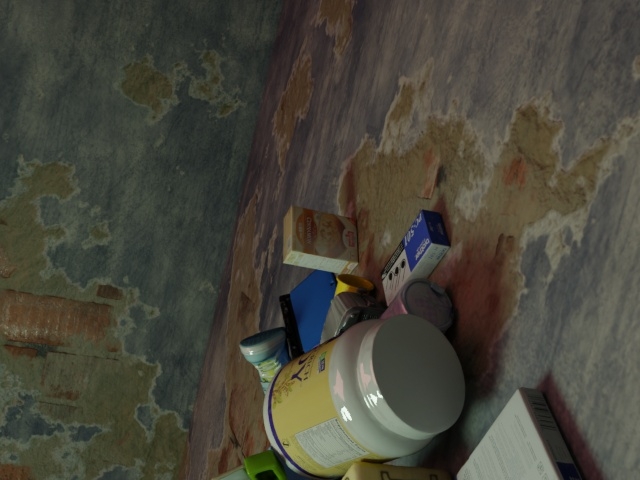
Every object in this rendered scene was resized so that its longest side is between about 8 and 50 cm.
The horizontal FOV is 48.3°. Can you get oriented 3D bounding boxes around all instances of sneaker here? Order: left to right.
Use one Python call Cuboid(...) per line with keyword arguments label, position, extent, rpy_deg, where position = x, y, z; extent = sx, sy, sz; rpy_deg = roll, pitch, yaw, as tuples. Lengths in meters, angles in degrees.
Cuboid(label="sneaker", position=(-0.131, 0.355, 1.986), extent=(0.319, 0.127, 0.208), rpy_deg=(13, -117, -82))

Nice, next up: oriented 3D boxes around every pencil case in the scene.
Cuboid(label="pencil case", position=(0.155, 0.189, 1.420), extent=(0.124, 0.113, 0.273), rpy_deg=(-73, 10, -45))

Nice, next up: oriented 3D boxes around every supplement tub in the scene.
Cuboid(label="supplement tub", position=(0.072, 0.284, 1.288), extent=(0.331, 0.241, 0.241), rpy_deg=(-37, 43, 45))

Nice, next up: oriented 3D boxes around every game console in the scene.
Cuboid(label="game console", position=(-0.008, 0.252, 1.994), extent=(0.293, 0.173, 0.250), rpy_deg=(-108, 3, -57))

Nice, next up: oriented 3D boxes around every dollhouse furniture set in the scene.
Cuboid(label="dollhouse furniture set", position=(-0.093, 0.562, 1.264), extent=(0.198, 0.151, 0.302), rpy_deg=(68, 178, -46))

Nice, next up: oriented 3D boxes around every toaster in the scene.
Cuboid(label="toaster", position=(0.075, 0.224, 1.617), extent=(0.146, 0.129, 0.227), rpy_deg=(-119, 42, -68))

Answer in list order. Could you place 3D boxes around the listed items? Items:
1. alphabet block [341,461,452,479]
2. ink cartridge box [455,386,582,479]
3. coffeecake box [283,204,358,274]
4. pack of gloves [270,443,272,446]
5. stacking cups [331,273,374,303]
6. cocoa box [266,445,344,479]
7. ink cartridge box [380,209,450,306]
Cuboid(label="alphabet block", position=(0.121, 0.513, 1.200), extent=(0.197, 0.193, 0.192), rpy_deg=(-99, 29, -47))
Cuboid(label="ink cartridge box", position=(0.287, 0.368, 1.027), extent=(0.223, 0.045, 0.224), rpy_deg=(-101, 28, -50))
Cuboid(label="coffeecake box", position=(0.000, 0.000, 1.869), extent=(0.068, 0.185, 0.142), rpy_deg=(125, 150, -51))
Cuboid(label="pack of gloves", position=(-0.089, 0.500, 2.085), extent=(0.195, 0.046, 0.232), rpy_deg=(-58, 23, 13))
Cuboid(label="stacking cups", position=(0.049, 0.242, 1.753), extent=(0.096, 0.095, 0.317), rpy_deg=(-125, 46, -65))
Cuboid(label="cocoa box", position=(-0.034, 0.650, 1.513), extent=(0.347, 0.227, 0.231), rpy_deg=(-97, 26, -43))
Cuboid(label="ink cartridge box", position=(0.194, 0.042, 1.496), extent=(0.097, 0.046, 0.207), rpy_deg=(-98, 27, -42))
